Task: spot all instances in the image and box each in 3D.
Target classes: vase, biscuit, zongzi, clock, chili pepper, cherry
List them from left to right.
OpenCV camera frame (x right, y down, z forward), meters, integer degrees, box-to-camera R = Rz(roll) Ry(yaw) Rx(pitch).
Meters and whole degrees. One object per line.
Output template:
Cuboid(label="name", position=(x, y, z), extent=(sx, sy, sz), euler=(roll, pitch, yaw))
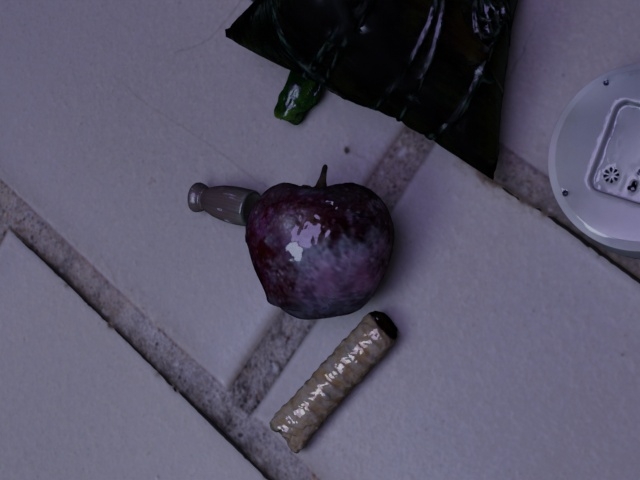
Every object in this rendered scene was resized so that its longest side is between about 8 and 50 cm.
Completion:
Cuboid(label="vase", position=(-0.136, -0.053, 1.684), extent=(0.101, 0.053, 0.053), euler=(12, 87, 30))
Cuboid(label="chili pepper", position=(-0.026, -0.251, 1.666), extent=(0.073, 0.050, 0.182), euler=(-3, 78, 32))
Cuboid(label="cherry", position=(0.002, 0.010, 1.543), extent=(0.195, 0.195, 0.195), euler=(-4, 80, 25))
Cuboid(label="biscuit", position=(0.019, 0.185, 1.571), extent=(0.061, 0.055, 0.219), euler=(45, 101, 13))
Cuboid(label="zongzi", position=(0.046, -0.275, 1.552), extent=(0.362, 0.384, 0.319), euler=(-11, 63, 62))
Cuboid(label="clock", position=(0.390, -0.094, 1.428), extent=(0.230, 0.083, 0.230), euler=(-3, 82, 23))
